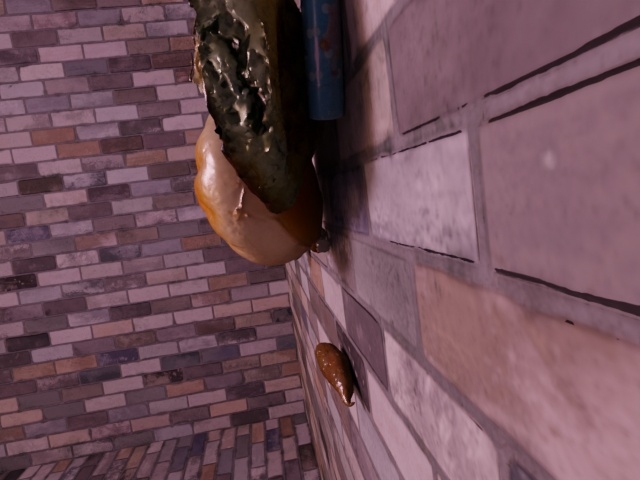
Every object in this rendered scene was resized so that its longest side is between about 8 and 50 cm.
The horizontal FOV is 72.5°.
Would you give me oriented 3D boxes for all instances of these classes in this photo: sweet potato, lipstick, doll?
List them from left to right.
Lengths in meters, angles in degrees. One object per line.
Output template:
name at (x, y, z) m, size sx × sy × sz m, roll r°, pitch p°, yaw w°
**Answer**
doll at (0.000, 0.007, 0.860) m, size 0.085 × 0.040 × 0.058 m, roll -110°, pitch 24°, yaw -59°
lipstick at (0.003, -0.229, 0.526) m, size 0.048 × 0.048 × 0.157 m, roll -112°, pitch 16°, yaw -62°
sweet potato at (0.032, 0.245, 0.826) m, size 0.068 × 0.060 × 0.206 m, roll 45°, pitch -178°, yaw -17°

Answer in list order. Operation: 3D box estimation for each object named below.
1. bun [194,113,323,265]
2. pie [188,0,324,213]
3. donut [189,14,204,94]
bun at (-0.121, -0.094, 0.759) m, size 0.299 × 0.165 × 0.298 m, roll 51°, pitch -150°, yaw -46°
pie at (-0.066, -0.212, 0.573) m, size 0.288 × 0.103 × 0.354 m, roll -40°, pitch -58°, yaw -75°
donut at (-0.184, -0.499, 0.895) m, size 0.371 × 0.150 × 0.307 m, roll 103°, pitch 171°, yaw -52°
